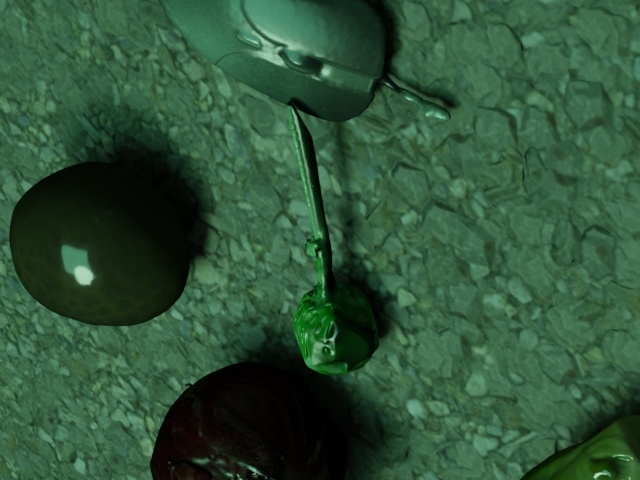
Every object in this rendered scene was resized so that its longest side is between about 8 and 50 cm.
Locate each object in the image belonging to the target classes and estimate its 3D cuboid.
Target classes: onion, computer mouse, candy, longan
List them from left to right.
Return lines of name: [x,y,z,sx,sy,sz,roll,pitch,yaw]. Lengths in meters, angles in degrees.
longan: [-0.250,0.003,1.771,0.212,0.198,0.198,13,125,32]
onion: [-0.083,0.281,1.789,0.281,0.221,0.281,36,137,44]
computer mouse: [-0.038,-0.207,1.515,0.379,0.090,0.167,33,136,18]
candy: [-0.001,-0.001,1.612,0.097,0.097,0.324,14,128,35]

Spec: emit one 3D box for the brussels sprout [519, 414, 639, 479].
brussels sprout: [0.274,0.297,1.492,0.210,0.219,0.271,26,114,5]
